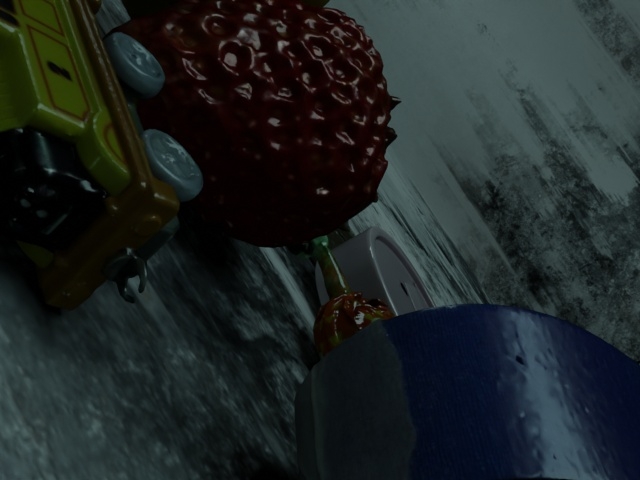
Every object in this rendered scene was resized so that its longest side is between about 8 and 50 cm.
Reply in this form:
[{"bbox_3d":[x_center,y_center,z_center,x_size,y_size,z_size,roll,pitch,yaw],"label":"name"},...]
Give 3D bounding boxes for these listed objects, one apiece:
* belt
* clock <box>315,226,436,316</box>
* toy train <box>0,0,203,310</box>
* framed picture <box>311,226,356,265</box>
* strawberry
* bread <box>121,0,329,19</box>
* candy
[{"bbox_3d":[0.132,0.170,0.543,0.347,0.212,0.117,35,35,-37],"label":"belt"},{"bbox_3d":[0.073,0.086,0.889,0.197,0.068,0.197,54,17,-25],"label":"clock"},{"bbox_3d":[-0.142,-0.061,0.444,0.127,0.089,0.219,24,33,-50],"label":"toy train"},{"bbox_3d":[-0.047,-0.094,1.066,0.315,0.024,0.232,56,12,6],"label":"framed picture"},{"bbox_3d":[-0.067,-0.100,0.644,0.244,0.205,0.205,11,42,-44],"label":"strawberry"},{"bbox_3d":[-0.129,-0.285,0.689,0.333,0.332,0.160,47,52,-37],"label":"bread"},{"bbox_3d":[0.000,0.000,0.763,0.078,0.084,0.288,-10,71,-36],"label":"candy"}]
